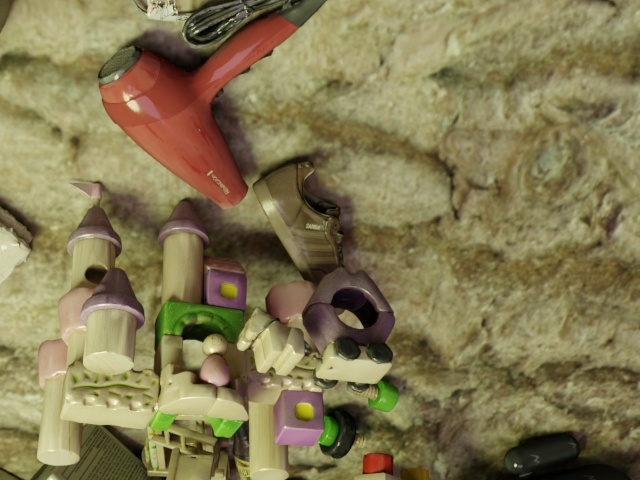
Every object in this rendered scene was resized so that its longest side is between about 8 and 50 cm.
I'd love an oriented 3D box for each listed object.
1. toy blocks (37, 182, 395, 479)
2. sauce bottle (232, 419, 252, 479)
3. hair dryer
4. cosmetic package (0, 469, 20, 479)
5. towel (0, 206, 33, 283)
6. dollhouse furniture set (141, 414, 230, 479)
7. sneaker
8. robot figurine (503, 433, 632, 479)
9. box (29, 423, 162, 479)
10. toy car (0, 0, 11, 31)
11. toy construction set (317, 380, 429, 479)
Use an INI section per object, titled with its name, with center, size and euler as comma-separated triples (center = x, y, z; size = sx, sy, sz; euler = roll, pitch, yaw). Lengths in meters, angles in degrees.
[toy blocks]
center = -0.115, 0.059, 1.003
size = 0.288, 0.260, 0.309
euler = 10, 144, -18
[sauce bottle]
center = -0.087, 0.264, 1.244
size = 0.042, 0.042, 0.128
euler = -13, 119, 0
[hair dryer]
center = -0.099, -0.160, 0.971
size = 0.223, 0.080, 0.293
euler = 1, 120, -9
[cosmetic package]
center = -0.359, 0.406, 1.237
size = 0.296, 0.129, 0.153
euler = 39, 107, -25
[towel]
center = -0.448, -0.028, 1.019
size = 0.187, 0.049, 0.282
euler = -37, 117, 12
[dollhouse furniture set]
center = -0.165, 0.278, 1.162
size = 0.101, 0.161, 0.182
euler = 2, 128, 1
[sneaker]
center = 0.000, 0.000, 1.087
size = 0.071, 0.066, 0.188
euler = -29, 121, 3
[robot figurine]
center = 0.309, 0.377, 1.270
size = 0.278, 0.209, 0.173
euler = -6, 128, -21
[box]
center = -0.239, 0.348, 1.170
size = 0.232, 0.148, 0.127
euler = 45, 105, -6
[toy car]
center = -0.377, -0.214, 0.875
size = 0.188, 0.149, 0.155
euler = 29, 123, -10
[toy construction set]
center = 0.093, 0.376, 1.200
size = 0.237, 0.309, 0.257
euler = 22, 123, -25
